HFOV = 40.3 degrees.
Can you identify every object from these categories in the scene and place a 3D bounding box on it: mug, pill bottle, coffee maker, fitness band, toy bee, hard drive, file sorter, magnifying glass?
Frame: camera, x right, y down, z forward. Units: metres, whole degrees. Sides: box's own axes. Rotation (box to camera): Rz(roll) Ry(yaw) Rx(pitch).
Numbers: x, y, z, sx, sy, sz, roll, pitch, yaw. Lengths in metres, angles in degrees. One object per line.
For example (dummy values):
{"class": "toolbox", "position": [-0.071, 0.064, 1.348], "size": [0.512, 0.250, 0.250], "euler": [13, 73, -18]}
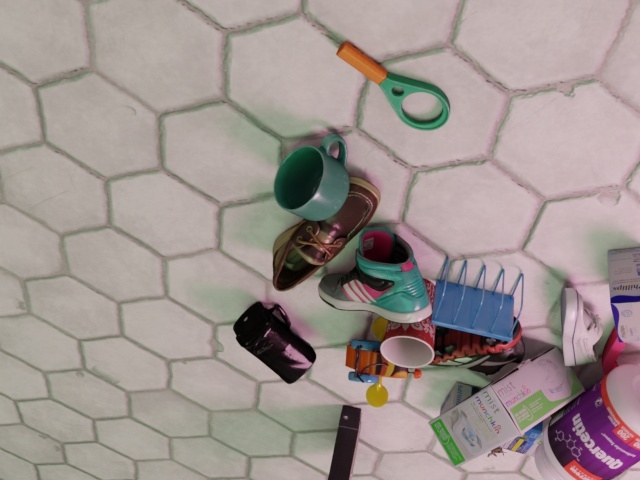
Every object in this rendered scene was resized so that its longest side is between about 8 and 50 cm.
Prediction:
{"class": "mug", "position": [0.192, 0.181, 1.876], "size": [0.113, 0.169, 0.150], "euler": [14, 140, 0]}
{"class": "mug", "position": [0.001, -0.108, 1.636], "size": [0.157, 0.129, 0.097], "euler": [-30, 145, 32]}
{"class": "pill bottle", "position": [0.616, 0.423, 1.912], "size": [0.181, 0.181, 0.323], "euler": [25, 130, -12]}
{"class": "coffee maker", "position": [-0.106, 0.256, 2.052], "size": [0.120, 0.171, 0.178], "euler": [-33, 124, 22]}
{"class": "fitness band", "position": [0.724, 0.240, 1.872], "size": [0.209, 0.054, 0.291], "euler": [11, 138, 5]}
{"class": "toy bee", "position": [0.143, 0.289, 1.974], "size": [0.162, 0.298, 0.195], "euler": [7, 108, -2]}
{"class": "hard drive", "position": [0.049, 0.642, 2.313], "size": [0.064, 0.339, 0.237], "euler": [11, 139, 5]}
{"class": "file sorter", "position": [0.326, 0.115, 1.804], "size": [0.170, 0.118, 0.104], "euler": [12, 136, 3]}
{"class": "magnifying glass", "position": [0.126, -0.265, 1.502], "size": [0.231, 0.026, 0.092], "euler": [33, 136, -19]}

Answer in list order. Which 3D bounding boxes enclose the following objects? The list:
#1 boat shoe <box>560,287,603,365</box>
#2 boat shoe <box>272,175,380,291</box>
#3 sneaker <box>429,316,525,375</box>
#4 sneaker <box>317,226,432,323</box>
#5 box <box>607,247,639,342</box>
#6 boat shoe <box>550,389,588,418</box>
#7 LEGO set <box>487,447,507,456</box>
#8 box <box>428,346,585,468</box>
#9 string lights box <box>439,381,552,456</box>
{"class": "boat shoe", "position": [0.551, 0.180, 1.839], "size": [0.084, 0.095, 0.258], "euler": [-4, 147, 15]}
{"class": "boat shoe", "position": [0.000, 0.000, 1.763], "size": [0.123, 0.123, 0.342], "euler": [32, 137, -19]}
{"class": "sneaker", "position": [0.335, 0.250, 1.966], "size": [0.276, 0.098, 0.135], "euler": [-15, 129, 29]}
{"class": "sneaker", "position": [0.095, 0.059, 1.808], "size": [0.295, 0.124, 0.178], "euler": [10, 118, 44]}
{"class": "box", "position": [0.602, 0.105, 1.690], "size": [0.072, 0.137, 0.126], "euler": [-7, 135, 23]}
{"class": "boat shoe", "position": [0.642, 0.388, 2.052], "size": [0.207, 0.073, 0.073], "euler": [-23, 169, 42]}
{"class": "LEGO set", "position": [0.479, 0.553, 2.330], "size": [0.083, 0.023, 0.054], "euler": [-20, 132, 17]}
{"class": "box", "position": [0.414, 0.368, 1.950], "size": [0.231, 0.262, 0.127], "euler": [-44, 71, 45]}
{"class": "string lights box", "position": [0.437, 0.447, 2.175], "size": [0.259, 0.077, 0.133], "euler": [15, 141, 0]}
